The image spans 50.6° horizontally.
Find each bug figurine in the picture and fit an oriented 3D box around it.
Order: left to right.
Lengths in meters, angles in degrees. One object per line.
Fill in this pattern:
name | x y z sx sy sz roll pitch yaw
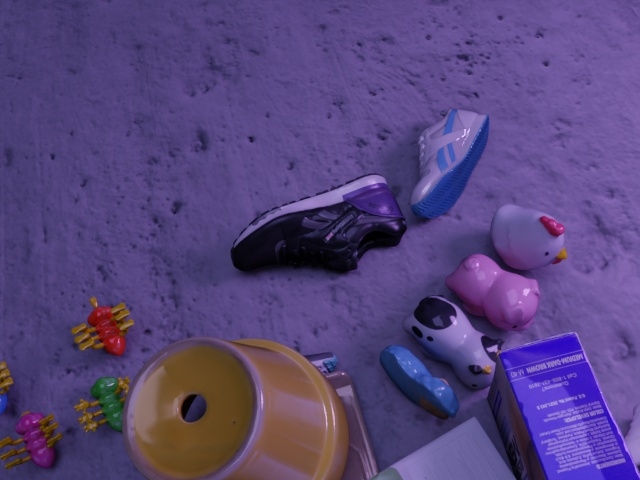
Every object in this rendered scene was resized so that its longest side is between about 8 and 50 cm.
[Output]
bug figurine | -0.395 0.219 1.024 0.279 0.072 0.216 -25 66 -11

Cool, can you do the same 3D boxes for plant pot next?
plant pot | -0.111 0.226 0.820 0.254 0.239 0.254 -6 64 12

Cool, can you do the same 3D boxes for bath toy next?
bath toy | 0.243 0.088 0.966 0.151 0.129 0.348 44 73 -8

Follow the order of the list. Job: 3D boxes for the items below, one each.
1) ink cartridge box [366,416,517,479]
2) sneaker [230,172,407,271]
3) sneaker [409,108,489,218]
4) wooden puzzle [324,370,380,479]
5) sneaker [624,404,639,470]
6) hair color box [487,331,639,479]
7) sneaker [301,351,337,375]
ink cartridge box | 0.136 0.325 0.858 0.209 0.062 0.109 -25 66 -16
sneaker | 0.000 0.000 1.072 0.283 0.107 0.124 -24 65 -5
sneaker | 0.199 -0.129 1.128 0.092 0.087 0.229 20 58 26
wooden puzzle | -0.033 0.321 0.928 0.221 0.044 0.239 -16 64 -1
sneaker | 0.480 0.308 0.833 0.232 0.090 0.115 28 75 32
hair color box | 0.305 0.304 0.797 0.110 0.185 0.339 -16 59 0
sneaker | -0.060 0.183 0.998 0.166 0.065 0.076 -15 54 -2
